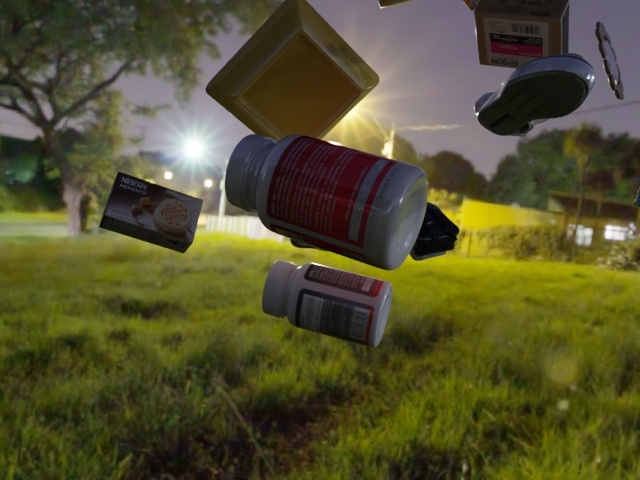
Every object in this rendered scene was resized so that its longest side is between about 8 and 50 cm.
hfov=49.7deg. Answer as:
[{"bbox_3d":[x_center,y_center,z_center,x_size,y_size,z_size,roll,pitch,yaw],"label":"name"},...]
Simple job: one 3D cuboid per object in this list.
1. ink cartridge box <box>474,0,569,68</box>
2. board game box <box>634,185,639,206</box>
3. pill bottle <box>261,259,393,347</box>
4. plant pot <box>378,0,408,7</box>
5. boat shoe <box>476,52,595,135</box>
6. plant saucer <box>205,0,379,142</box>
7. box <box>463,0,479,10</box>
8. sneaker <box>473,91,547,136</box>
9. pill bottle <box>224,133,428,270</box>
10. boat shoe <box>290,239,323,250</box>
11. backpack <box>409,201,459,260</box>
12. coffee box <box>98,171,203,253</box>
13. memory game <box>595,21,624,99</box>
[{"bbox_3d":[0.549,-0.564,1.882,0.235,0.088,0.193,14,-28,27],"label":"ink cartridge box"},{"bbox_3d":[0.902,-0.134,1.608,0.275,0.144,0.142,18,33,22],"label":"board game box"},{"bbox_3d":[0.017,0.144,1.643,0.283,0.161,0.161,14,3,14],"label":"pill bottle"},{"bbox_3d":[0.292,-0.775,1.873,0.274,0.256,0.256,-1,0,11],"label":"plant pot"},{"bbox_3d":[0.350,-0.256,1.139,0.109,0.094,0.302,31,-9,-10],"label":"boat shoe"},{"bbox_3d":[-0.057,-0.378,1.729,0.333,0.333,0.081,38,17,-33],"label":"plant saucer"},{"bbox_3d":[0.505,-0.952,2.191,0.279,0.290,0.177,41,-31,-24],"label":"box"},{"bbox_3d":[0.464,-0.284,1.614,0.258,0.091,0.094,-7,-29,-35],"label":"sneaker"},{"bbox_3d":[0.008,-0.099,1.500,0.408,0.229,0.229,19,5,21],"label":"pill bottle"},{"bbox_3d":[0.000,0.000,2.514,0.219,0.077,0.070,-1,-9,-7],"label":"boat shoe"},{"bbox_3d":[0.334,-0.034,2.227,0.166,0.144,0.188,-14,52,-21],"label":"backpack"},{"bbox_3d":[-0.468,-0.075,1.919,0.246,0.141,0.098,19,-27,-19],"label":"coffee box"},{"bbox_3d":[0.649,-0.402,1.548,0.012,0.186,0.186,-15,-11,32],"label":"memory game"}]
